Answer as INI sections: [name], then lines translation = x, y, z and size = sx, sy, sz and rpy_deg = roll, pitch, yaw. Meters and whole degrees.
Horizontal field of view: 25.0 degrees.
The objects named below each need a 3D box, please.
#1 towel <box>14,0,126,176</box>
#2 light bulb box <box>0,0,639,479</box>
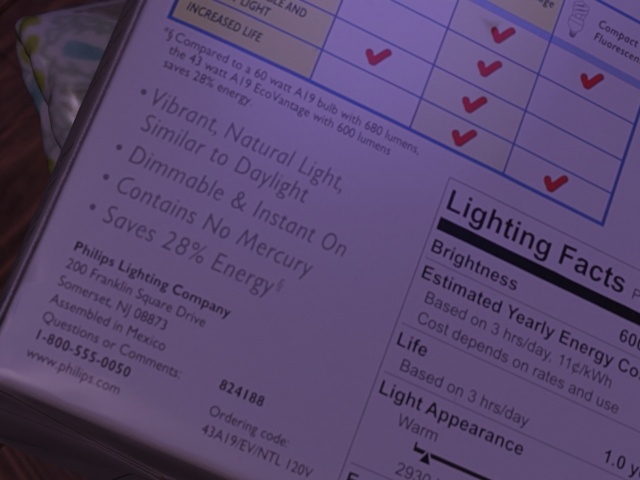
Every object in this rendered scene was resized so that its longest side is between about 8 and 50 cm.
[towel]
translation = 0.000, 0.000, 0.953
size = 0.321, 0.090, 0.374
rpy_deg = -13, 84, -23
[light bulb box]
translation = 0.035, -0.009, 0.802
size = 0.358, 0.225, 0.361
rpy_deg = 25, 72, -12
